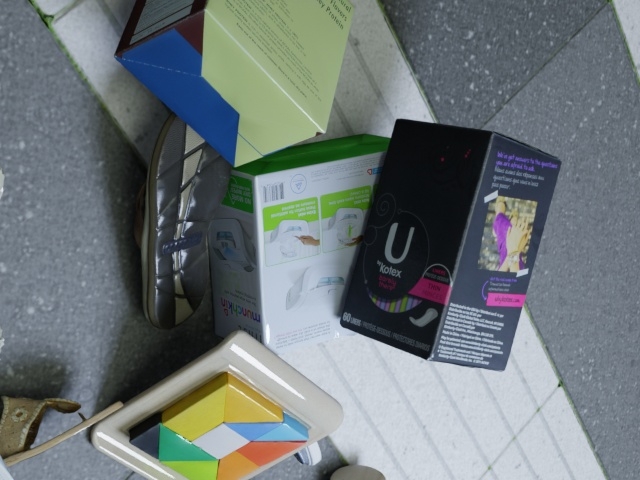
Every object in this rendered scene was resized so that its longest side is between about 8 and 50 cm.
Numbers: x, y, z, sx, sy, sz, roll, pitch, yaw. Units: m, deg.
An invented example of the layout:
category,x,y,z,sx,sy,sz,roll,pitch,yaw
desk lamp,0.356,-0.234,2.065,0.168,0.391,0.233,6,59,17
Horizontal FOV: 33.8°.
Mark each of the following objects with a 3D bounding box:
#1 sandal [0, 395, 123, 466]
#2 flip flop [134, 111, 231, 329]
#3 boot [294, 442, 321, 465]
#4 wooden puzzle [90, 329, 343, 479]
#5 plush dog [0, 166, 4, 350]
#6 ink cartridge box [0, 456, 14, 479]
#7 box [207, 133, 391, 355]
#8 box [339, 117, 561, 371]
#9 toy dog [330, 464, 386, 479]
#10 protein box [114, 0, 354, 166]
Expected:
category,x,y,z,sx,sy,sz,roll,pitch,yaw
sandal,-0.341,0.211,1.155,0.240,0.088,0.079,-31,87,-15
flip flop,-0.174,-0.029,1.229,0.112,0.080,0.277,-15,124,-42
boot,-0.074,0.238,1.381,0.086,0.069,0.190,-35,112,-18
wooden puzzle,-0.121,0.230,1.279,0.239,0.044,0.221,-36,128,16
plush dog,-0.381,0.042,0.985,0.211,0.225,0.262,-5,104,-37
ink cartridge box,-0.391,0.267,1.095,0.145,0.045,0.179,-36,104,-7
box,0.000,0.000,1.332,0.262,0.127,0.231,-15,110,-35
box,0.156,0.004,1.270,0.143,0.165,0.270,15,90,-41
toy dog,-0.011,0.437,1.410,0.334,0.161,0.220,-33,119,-27
protein box,-0.086,-0.230,1.153,0.200,0.136,0.201,43,45,-36
